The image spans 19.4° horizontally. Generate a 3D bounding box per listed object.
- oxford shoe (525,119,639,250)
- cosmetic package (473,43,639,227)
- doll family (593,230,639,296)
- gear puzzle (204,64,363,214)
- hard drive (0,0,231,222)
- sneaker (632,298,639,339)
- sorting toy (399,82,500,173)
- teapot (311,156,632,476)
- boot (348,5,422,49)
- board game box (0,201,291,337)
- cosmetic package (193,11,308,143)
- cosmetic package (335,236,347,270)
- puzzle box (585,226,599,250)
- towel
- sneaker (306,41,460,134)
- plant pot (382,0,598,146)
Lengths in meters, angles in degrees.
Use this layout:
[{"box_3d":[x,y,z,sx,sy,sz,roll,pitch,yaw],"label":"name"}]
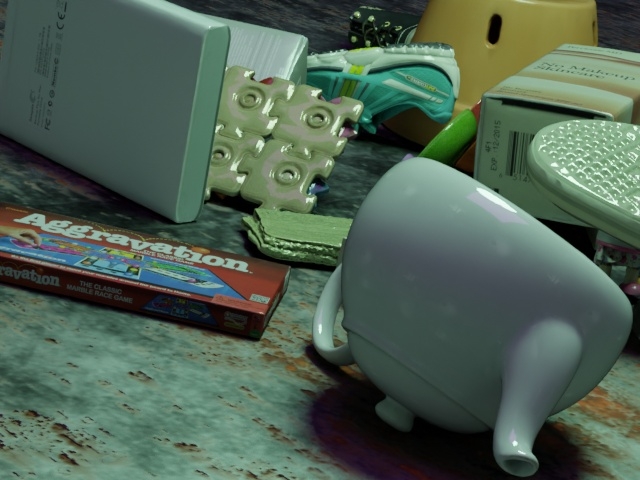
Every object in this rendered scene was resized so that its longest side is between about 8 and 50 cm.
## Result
[{"box_3d":[0.397,0.013,1.801,0.449,0.130,0.169,20,44,-9],"label":"oxford shoe"},{"box_3d":[0.286,-0.122,2.066,0.153,0.129,0.296,10,19,20],"label":"cosmetic package"},{"box_3d":[0.385,-0.025,1.921,0.263,0.163,0.118,8,12,-8],"label":"doll family"},{"box_3d":[-0.135,-0.119,2.010,0.339,0.044,0.175,17,60,16],"label":"gear puzzle"},{"box_3d":[-0.223,-0.164,1.934,0.307,0.203,0.040,25,23,39],"label":"hard drive"},{"box_3d":[0.368,0.093,1.753,0.162,0.063,0.073,18,3,4],"label":"sneaker"},{"box_3d":[0.170,-0.067,2.091,0.126,0.127,0.365,44,26,4],"label":"sorting toy"},{"box_3d":[0.104,0.066,1.477,0.252,0.187,0.256,35,-3,13],"label":"teapot"},{"box_3d":[0.110,-0.287,2.708,0.179,0.085,0.236,16,12,24],"label":"boot"},{"box_3d":[-0.175,0.024,1.676,0.281,0.027,0.145,12,16,5],"label":"board game box"},{"box_3d":[-0.142,-0.186,2.136,0.238,0.127,0.107,17,58,8],"label":"cosmetic package"},{"box_3d":[0.068,0.024,1.762,0.115,0.060,0.041,-10,28,-44],"label":"cosmetic package"},{"box_3d":[0.499,-0.018,2.156,0.409,0.052,0.272,10,17,-2],"label":"puzzle box"},{"box_3d":[0.000,0.000,1.850,0.148,0.027,0.110,5,18,-13],"label":"towel"},{"box_3d":[0.035,-0.181,2.303,0.275,0.110,0.107,-3,4,20],"label":"sneaker"},{"box_3d":[0.235,-0.229,2.406,0.291,0.203,0.291,10,17,-3],"label":"plant pot"}]
